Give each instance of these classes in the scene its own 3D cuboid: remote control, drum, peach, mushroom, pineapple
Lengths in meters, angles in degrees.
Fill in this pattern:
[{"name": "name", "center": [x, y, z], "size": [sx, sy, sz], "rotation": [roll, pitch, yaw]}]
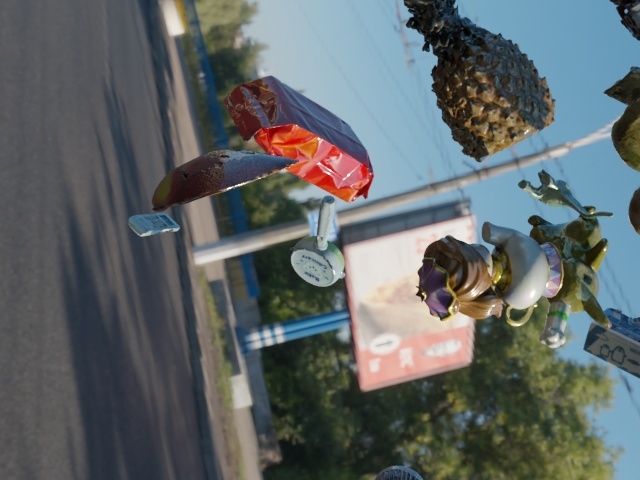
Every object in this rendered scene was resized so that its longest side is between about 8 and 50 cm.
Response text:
[{"name": "remote control", "center": [-0.431, -0.041, 2.334], "size": [0.065, 0.029, 0.166], "rotation": [42, 18, 14]}, {"name": "drum", "center": [0.017, 0.012, 1.876], "size": [0.049, 0.130, 0.253], "rotation": [-55, 180, -36]}, {"name": "peach", "center": [-0.178, -0.125, 1.631], "size": [0.189, 0.279, 0.068], "rotation": [-136, -153, -73]}, {"name": "mushroom", "center": [0.810, -0.274, 2.095], "size": [0.292, 0.212, 0.217], "rotation": [49, -22, -8]}, {"name": "pineapple", "center": [0.274, -0.324, 1.652], "size": [0.362, 0.202, 0.202], "rotation": [55, 1, -15]}]

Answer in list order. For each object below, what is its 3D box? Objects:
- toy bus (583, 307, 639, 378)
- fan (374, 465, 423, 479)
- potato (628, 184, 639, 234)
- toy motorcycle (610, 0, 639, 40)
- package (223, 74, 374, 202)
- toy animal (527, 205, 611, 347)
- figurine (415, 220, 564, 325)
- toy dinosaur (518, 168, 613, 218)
[{"name": "toy bus", "center": [0.815, 0.280, 2.249], "size": [0.297, 0.131, 0.106], "rotation": [28, -58, 35]}, {"name": "fan", "center": [0.142, 0.637, 2.174], "size": [0.130, 0.244, 0.074], "rotation": [53, 17, -8]}, {"name": "potato", "center": [0.768, -0.098, 1.889], "size": [0.165, 0.262, 0.165], "rotation": [34, 25, -18]}, {"name": "toy motorcycle", "center": [0.696, -0.479, 1.905], "size": [0.213, 0.118, 0.084], "rotation": [55, 1, -10]}, {"name": "package", "center": [-0.034, -0.237, 2.116], "size": [0.423, 0.123, 0.196], "rotation": [25, 28, -44]}, {"name": "toy animal", "center": [0.584, 0.074, 2.112], "size": [0.363, 0.181, 0.180], "rotation": [-76, 155, -53]}, {"name": "figurine", "center": [0.289, 0.060, 1.600], "size": [0.142, 0.263, 0.190], "rotation": [136, -51, -68]}, {"name": "toy dinosaur", "center": [0.510, -0.103, 1.986], "size": [0.383, 0.129, 0.076], "rotation": [-92, -157, -71]}]
